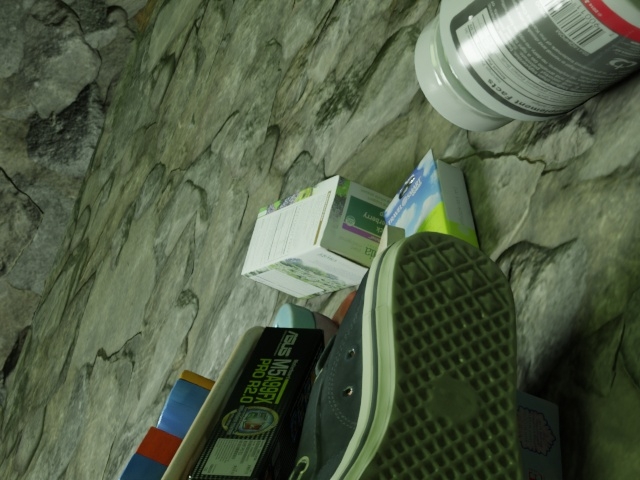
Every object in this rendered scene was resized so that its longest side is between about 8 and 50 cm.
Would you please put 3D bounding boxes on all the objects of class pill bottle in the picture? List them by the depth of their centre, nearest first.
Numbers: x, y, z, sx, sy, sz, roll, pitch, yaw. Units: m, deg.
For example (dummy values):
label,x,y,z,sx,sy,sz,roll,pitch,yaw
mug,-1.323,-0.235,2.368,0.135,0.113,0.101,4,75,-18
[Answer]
label,x,y,z,sx,sy,sz,roll,pitch,yaw
pill bottle,0.220,-0.215,1.488,0.318,0.176,0.176,-32,41,57

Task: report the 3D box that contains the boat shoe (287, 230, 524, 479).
label,x,y,z,sx,sy,sz,roll,pitch,yaw
boat shoe,0.060,0.214,1.281,0.156,0.187,0.500,-52,20,44

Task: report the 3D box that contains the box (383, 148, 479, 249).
label,x,y,z,sx,sy,sz,roll,pitch,yaw
box,0.117,-0.003,1.721,0.109,0.042,0.178,-54,25,32

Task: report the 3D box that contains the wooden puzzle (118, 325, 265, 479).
label,x,y,z,sx,sy,sz,roll,pitch,yaw
wooden puzzle,-0.180,0.292,1.832,0.348,0.080,0.322,-54,-14,-52

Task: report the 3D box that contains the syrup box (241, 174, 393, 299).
label,x,y,z,sx,sy,sz,roll,pitch,yaw
syrup box,0.000,0.000,1.934,0.237,0.093,0.096,-22,49,63

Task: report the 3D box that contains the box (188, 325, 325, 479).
label,x,y,z,sx,sy,sz,roll,pitch,yaw
box,-0.044,0.231,1.434,0.270,0.060,0.216,-63,-29,-63

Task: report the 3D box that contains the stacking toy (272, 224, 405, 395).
label,x,y,z,sx,sy,sz,roll,pitch,yaw
stacking toy,-0.006,0.143,1.681,0.309,0.130,0.279,-93,19,-50

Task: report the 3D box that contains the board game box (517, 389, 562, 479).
label,x,y,z,sx,sy,sz,roll,pitch,yaw
board game box,0.098,0.339,1.394,0.319,0.066,0.318,-49,28,41
